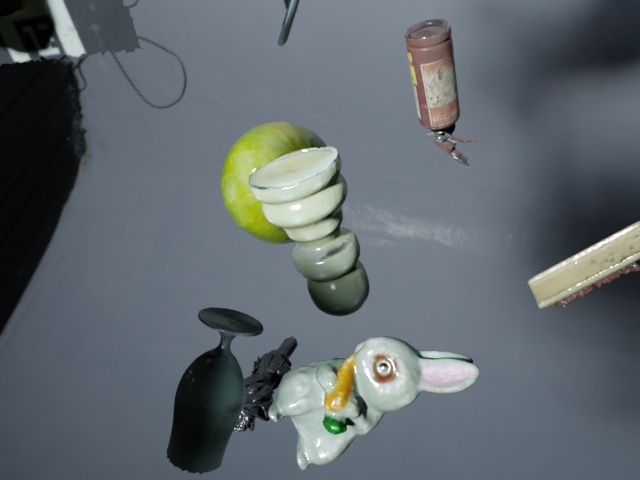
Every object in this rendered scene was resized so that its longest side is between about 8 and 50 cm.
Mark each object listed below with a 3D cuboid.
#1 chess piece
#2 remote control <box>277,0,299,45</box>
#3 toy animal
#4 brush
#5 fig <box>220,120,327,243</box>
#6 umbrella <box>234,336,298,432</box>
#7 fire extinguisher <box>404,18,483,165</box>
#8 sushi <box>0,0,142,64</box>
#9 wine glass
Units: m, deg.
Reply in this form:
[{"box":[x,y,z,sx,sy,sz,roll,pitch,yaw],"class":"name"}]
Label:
[{"box":[0.000,0.000,1.058,0.182,0.182,0.330,-4,120,30],"class":"chess piece"},{"box":[-0.054,-0.422,1.004,0.017,0.125,0.053,17,-170,-12],"class":"remote control"},{"box":[0.063,0.175,0.680,0.251,0.127,0.125,-28,133,11],"class":"toy animal"},{"box":[0.330,0.000,0.552,0.248,0.043,0.036,-37,132,28],"class":"brush"},{"box":[-0.115,-0.129,1.337,0.316,0.316,0.316,12,146,8],"class":"fig"},{"box":[-0.127,0.322,1.283,0.118,0.340,0.118,6,110,17],"class":"umbrella"},{"box":[0.208,-0.236,0.928,0.106,0.075,0.252,43,157,49],"class":"fire extinguisher"},{"box":[-0.349,-0.302,0.419,0.296,0.100,0.373,0,127,14],"class":"sushi"},{"box":[-0.143,0.198,0.721,0.092,0.202,0.093,16,-173,-2],"class":"wine glass"}]
